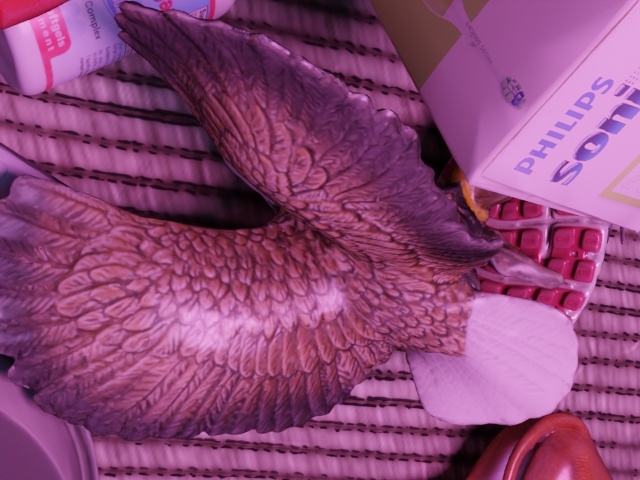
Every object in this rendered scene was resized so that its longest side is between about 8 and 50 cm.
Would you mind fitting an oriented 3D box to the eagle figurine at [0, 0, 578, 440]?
[{"bbox_3d":[-0.009,-0.004,0.714,0.298,0.225,0.226,-7,102,-52],"label":"eagle figurine"}]

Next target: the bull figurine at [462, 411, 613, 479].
[{"bbox_3d":[0.177,0.253,0.958,0.188,0.101,0.310,-39,120,-9],"label":"bull figurine"}]

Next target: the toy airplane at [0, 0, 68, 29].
[{"bbox_3d":[-0.183,-0.309,0.491,0.384,0.272,0.386,21,96,-31],"label":"toy airplane"}]

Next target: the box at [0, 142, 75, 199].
[{"bbox_3d":[-0.210,0.008,0.717,0.186,0.038,0.145,35,88,-32],"label":"box"}]

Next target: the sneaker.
[{"bbox_3d":[0.157,-0.059,0.845,0.112,0.121,0.299,-12,123,-56],"label":"sneaker"}]

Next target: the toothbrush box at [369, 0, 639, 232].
[{"bbox_3d":[0.116,-0.180,0.623,0.122,0.283,0.206,14,129,-37],"label":"toothbrush box"}]

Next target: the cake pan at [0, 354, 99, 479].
[{"bbox_3d":[-0.257,0.164,0.707,0.293,0.054,0.293,-9,117,-17],"label":"cake pan"}]

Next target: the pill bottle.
[{"bbox_3d":[-0.099,-0.142,0.696,0.160,0.087,0.087,-27,116,-18],"label":"pill bottle"}]
